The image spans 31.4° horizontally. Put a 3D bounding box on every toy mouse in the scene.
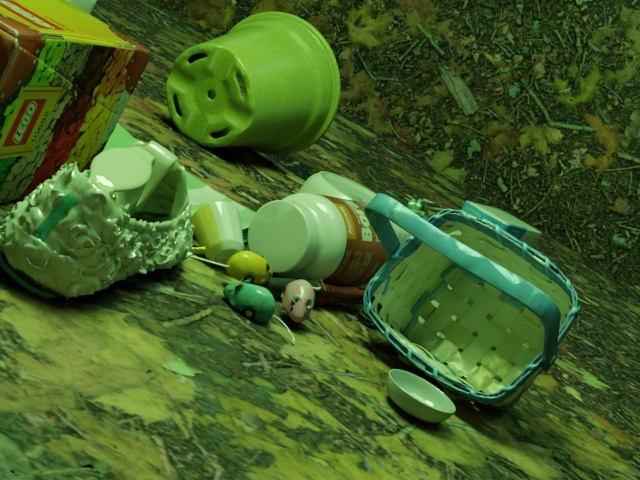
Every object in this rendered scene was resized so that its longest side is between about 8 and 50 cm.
[{"bbox_3d":[-0.052,0.061,1.296,0.161,0.031,0.143,10,30,-33],"label":"toy mouse"}]

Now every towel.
[{"bbox_3d":[-0.229,-0.092,1.567,0.325,0.038,0.248,31,11,8],"label":"towel"}]

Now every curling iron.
[{"bbox_3d":[0.007,0.071,1.433,0.274,0.035,0.068,17,17,-44],"label":"curling iron"}]

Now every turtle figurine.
[{"bbox_3d":[0.191,0.001,1.952,0.175,0.118,0.234,40,-1,-28],"label":"turtle figurine"}]

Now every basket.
[{"bbox_3d":[0.180,0.074,1.350,0.255,0.201,0.289,35,-17,29],"label":"basket"}]

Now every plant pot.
[{"bbox_3d":[-0.140,-0.273,2.073,0.276,0.276,0.254,33,24,16],"label":"plant pot"}]

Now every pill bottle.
[{"bbox_3d":[0.000,0.000,1.504,0.121,0.121,0.216,35,14,26],"label":"pill bottle"}]

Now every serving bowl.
[{"bbox_3d":[0.106,0.175,1.248,0.083,0.027,0.083,27,12,-6],"label":"serving bowl"}]

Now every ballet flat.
[{"bbox_3d":[-0.198,-0.036,1.178,0.147,0.147,0.409,29,11,1],"label":"ballet flat"}]

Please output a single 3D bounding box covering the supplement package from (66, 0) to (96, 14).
[{"bbox_3d":[-0.555,-0.477,2.244,0.179,0.105,0.105,32,12,10],"label":"supplement package"}]

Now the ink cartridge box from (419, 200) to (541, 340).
[{"bbox_3d":[0.225,0.048,1.655,0.082,0.190,0.140,34,12,28],"label":"ink cartridge box"}]

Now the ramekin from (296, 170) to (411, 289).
[{"bbox_3d":[0.044,-0.019,1.717,0.207,0.109,0.207,28,12,-6],"label":"ramekin"}]

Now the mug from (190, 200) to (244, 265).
[{"bbox_3d":[-0.128,-0.001,1.384,0.062,0.078,0.064,58,9,-57],"label":"mug"}]

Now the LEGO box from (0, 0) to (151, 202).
[{"bbox_3d":[-0.487,-0.248,1.233,0.500,0.193,0.372,31,12,6],"label":"LEGO box"}]
